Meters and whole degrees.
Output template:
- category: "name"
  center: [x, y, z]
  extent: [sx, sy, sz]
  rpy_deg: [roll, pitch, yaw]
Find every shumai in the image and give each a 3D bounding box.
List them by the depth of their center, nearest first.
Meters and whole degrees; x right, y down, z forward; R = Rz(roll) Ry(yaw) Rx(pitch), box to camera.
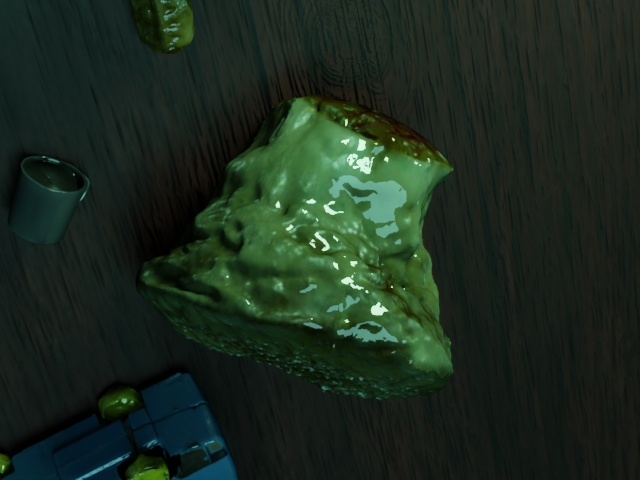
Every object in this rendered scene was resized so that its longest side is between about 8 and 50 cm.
- category: "shumai"
  center: [0.000, 0.000, 1.663]
  extent: [0.324, 0.397, 0.324]
  rpy_deg: [31, 73, -52]

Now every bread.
- category: "bread"
  center: [-0.176, -0.258, 1.557]
  extent: [0.066, 0.060, 0.110]
  rpy_deg: [-11, 122, 2]

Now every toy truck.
- category: "toy truck"
  center: [-0.300, 0.324, 1.790]
  extent: [0.384, 0.161, 0.162]
  rpy_deg: [-26, 134, -7]

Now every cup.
- category: "cup"
  center: [-0.310, -0.047, 1.624]
  extent: [0.100, 0.078, 0.077]
  rpy_deg: [-14, 135, -51]
